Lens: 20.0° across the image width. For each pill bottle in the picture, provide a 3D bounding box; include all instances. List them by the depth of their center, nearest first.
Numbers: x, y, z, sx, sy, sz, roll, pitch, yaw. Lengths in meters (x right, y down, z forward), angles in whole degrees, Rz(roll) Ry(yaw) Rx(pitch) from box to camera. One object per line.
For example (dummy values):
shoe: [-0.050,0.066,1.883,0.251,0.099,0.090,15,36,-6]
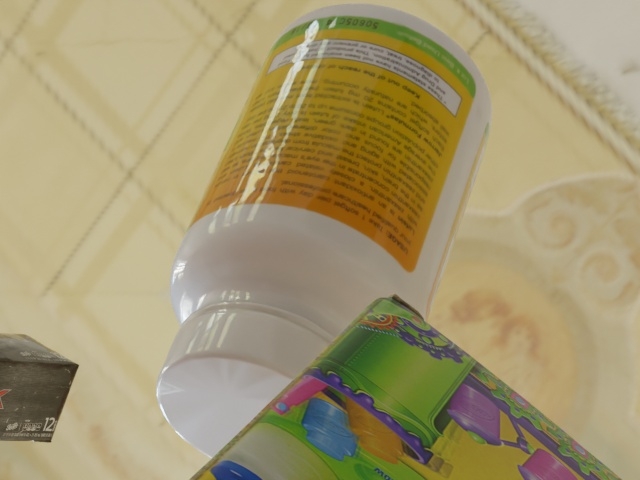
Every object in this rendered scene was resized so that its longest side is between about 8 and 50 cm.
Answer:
pill bottle: [0.000,0.000,0.971,0.136,0.246,0.136,13,-40,11]

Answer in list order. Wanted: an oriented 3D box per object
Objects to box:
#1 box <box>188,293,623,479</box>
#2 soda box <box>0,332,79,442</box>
box: [0.039,0.200,0.456,0.290,0.279,0.177,41,-68,5]
soda box: [-0.230,0.089,1.138,0.053,0.169,0.060,25,-83,31]
